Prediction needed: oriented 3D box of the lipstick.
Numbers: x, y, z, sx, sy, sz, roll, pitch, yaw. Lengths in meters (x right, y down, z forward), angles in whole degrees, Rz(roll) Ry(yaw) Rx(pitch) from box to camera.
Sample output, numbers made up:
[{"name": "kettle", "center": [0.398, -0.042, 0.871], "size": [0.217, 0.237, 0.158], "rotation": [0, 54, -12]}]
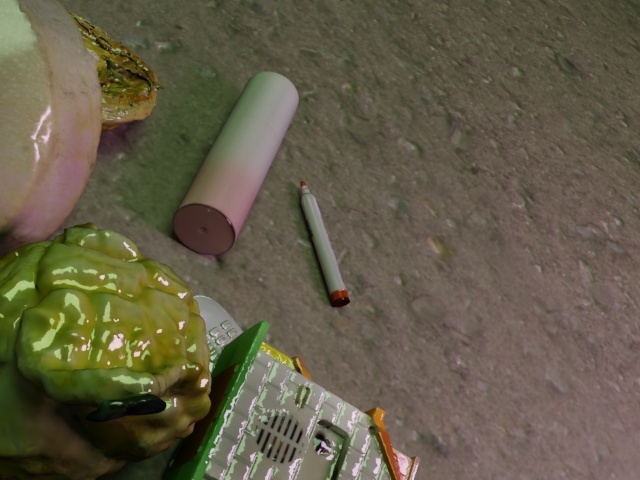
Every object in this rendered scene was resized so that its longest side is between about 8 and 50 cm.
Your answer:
[{"name": "lipstick", "center": [-0.112, -0.117, 1.378], "size": [0.087, 0.087, 0.327], "rotation": [29, 42, -8]}]

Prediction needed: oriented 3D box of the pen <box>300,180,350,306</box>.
[{"name": "pen", "center": [0.000, 0.000, 1.396], "size": [0.026, 0.026, 0.218], "rotation": [5, 51, -31]}]

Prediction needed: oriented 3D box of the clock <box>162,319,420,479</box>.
[{"name": "clock", "center": [-0.024, 0.254, 1.078], "size": [0.255, 0.106, 0.220], "rotation": [34, 55, -14]}]

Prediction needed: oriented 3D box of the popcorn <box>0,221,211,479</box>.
[{"name": "popcorn", "center": [-0.246, 0.116, 0.969], "size": [0.292, 0.293, 0.237], "rotation": [-3, 61, -36]}]

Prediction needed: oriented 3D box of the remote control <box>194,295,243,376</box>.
[{"name": "remote control", "center": [-0.099, 0.165, 1.169], "size": [0.073, 0.044, 0.229], "rotation": [-32, 83, -43]}]

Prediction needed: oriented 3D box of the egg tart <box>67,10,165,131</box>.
[{"name": "egg tart", "center": [-0.339, -0.219, 1.317], "size": [0.252, 0.098, 0.232], "rotation": [13, 40, -30]}]

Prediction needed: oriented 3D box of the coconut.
[{"name": "coconut", "center": [-0.406, -0.136, 1.040], "size": [0.352, 0.353, 0.353], "rotation": [19, 45, -19]}]
